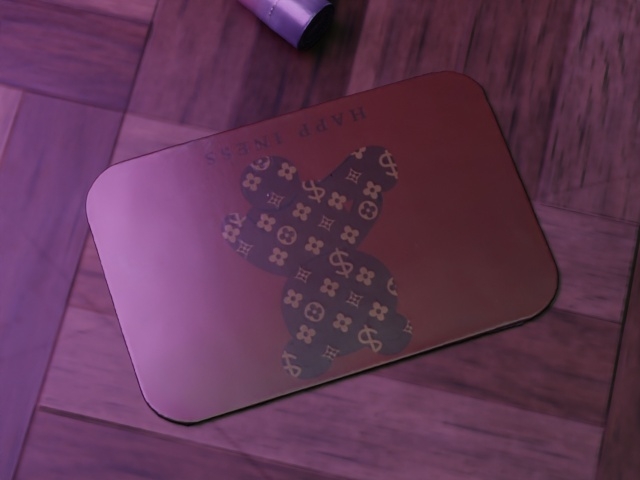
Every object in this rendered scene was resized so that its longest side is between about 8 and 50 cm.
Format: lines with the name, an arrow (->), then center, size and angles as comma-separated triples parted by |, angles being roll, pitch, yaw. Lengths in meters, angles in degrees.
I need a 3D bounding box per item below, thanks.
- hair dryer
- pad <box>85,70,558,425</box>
hair dryer -> 0.001, -0.179, 1.138 | 0.063, 0.037, 0.114 | 40, 66, 15
pad -> 0.000, 0.000, 1.081 | 0.267, 0.004, 0.181 | -17, 70, -7
